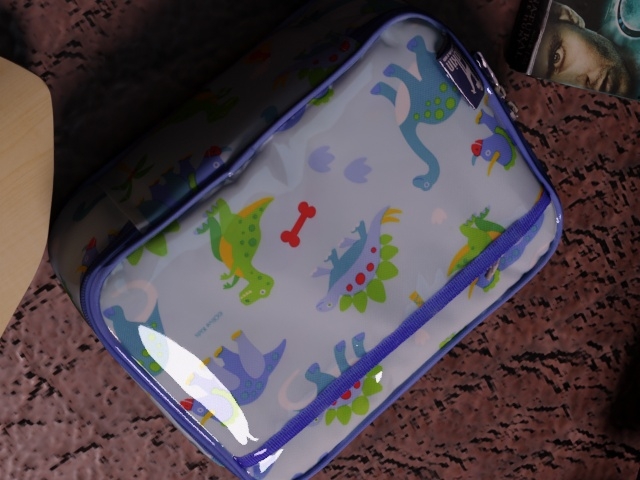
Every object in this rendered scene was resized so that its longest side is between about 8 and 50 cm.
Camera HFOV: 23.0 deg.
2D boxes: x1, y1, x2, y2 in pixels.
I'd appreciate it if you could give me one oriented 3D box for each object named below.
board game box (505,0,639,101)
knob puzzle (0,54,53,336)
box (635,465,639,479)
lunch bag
[{"bbox_3d":[0.176,-0.164,0.806,0.126,0.026,0.186,8,104,-28],"label":"board game box"},{"bbox_3d":[-0.202,-0.017,0.679,0.213,0.030,0.213,-8,111,-22],"label":"knob puzzle"},{"bbox_3d":[0.485,0.033,0.808,0.480,0.297,0.472,13,101,-25],"label":"box"},{"bbox_3d":[0.000,0.000,0.748,0.219,0.090,0.176,-40,122,-6],"label":"lunch bag"}]
